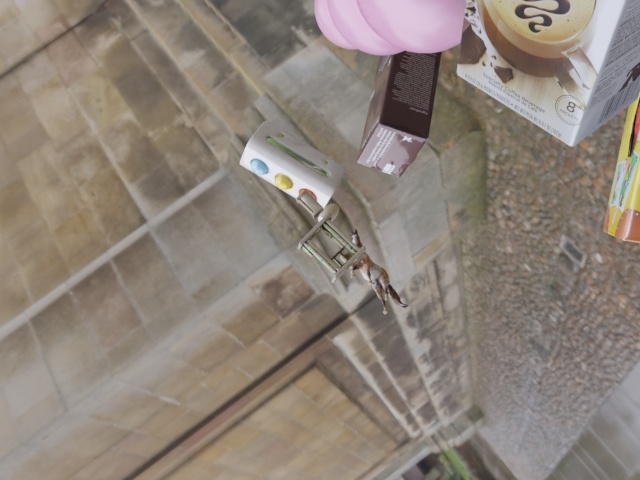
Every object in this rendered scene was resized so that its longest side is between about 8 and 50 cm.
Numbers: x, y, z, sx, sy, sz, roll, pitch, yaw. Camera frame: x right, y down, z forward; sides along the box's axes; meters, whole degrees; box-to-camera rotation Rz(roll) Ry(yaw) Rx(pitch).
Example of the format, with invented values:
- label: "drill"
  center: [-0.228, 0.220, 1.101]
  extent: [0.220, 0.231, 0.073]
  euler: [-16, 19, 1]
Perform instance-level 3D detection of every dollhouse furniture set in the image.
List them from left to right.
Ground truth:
- label: "dollhouse furniture set"
  center: [0.000, 0.000, 1.364]
  extent: [0.182, 0.101, 0.161]
  euler: [44, 176, 8]

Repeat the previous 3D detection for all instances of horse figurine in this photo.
- label: "horse figurine"
  center: [0.161, 0.109, 1.847]
  extent: [0.263, 0.066, 0.174]
  euler: [45, -156, -26]

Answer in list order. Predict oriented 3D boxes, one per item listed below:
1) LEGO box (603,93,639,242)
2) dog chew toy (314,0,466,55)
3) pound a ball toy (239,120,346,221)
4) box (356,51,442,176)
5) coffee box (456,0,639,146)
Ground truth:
- label: "LEGO box"
  center: [0.798, -0.221, 1.157]
  extent: [0.373, 0.499, 0.193]
  euler: [10, -172, 12]
- label: "dog chew toy"
  center: [0.103, -0.370, 0.907]
  extent: [0.206, 0.206, 0.332]
  euler: [55, 158, -23]
- label: "pound a ball toy"
  center: [-0.076, -0.167, 1.767]
  extent: [0.319, 0.135, 0.208]
  euler: [32, 147, -2]
- label: "box"
  center: [0.215, -0.385, 1.638]
  extent: [0.143, 0.381, 0.191]
  euler: [16, 152, -8]
- label: "coffee box"
  center: [0.238, -0.259, 0.564]
  extent: [0.168, 0.119, 0.297]
  euler: [44, 158, 30]
